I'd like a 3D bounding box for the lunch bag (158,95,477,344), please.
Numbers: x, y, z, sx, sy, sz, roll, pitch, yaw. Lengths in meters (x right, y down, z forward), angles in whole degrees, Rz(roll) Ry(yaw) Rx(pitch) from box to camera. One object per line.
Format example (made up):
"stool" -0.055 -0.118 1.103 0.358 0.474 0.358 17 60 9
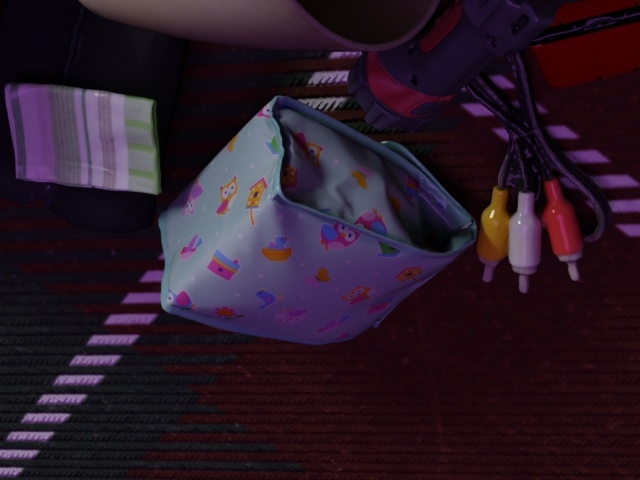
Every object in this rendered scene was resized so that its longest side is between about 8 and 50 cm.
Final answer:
"lunch bag" 0.000 0.000 1.466 0.262 0.160 0.223 20 135 -31

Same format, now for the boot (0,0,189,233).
"boot" -0.144 -0.184 1.405 0.367 0.146 0.445 27 120 8

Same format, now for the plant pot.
"plant pot" -0.077 -0.256 1.139 0.274 0.256 0.256 -5 122 41

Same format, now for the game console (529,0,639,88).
"game console" 0.268 -0.222 1.367 0.144 0.085 0.124 -12 87 19

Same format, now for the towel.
"towel" -0.232 -0.098 1.406 0.152 0.023 0.113 8 128 11

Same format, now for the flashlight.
"flashlight" 0.119 -0.189 1.283 0.103 0.103 0.304 35 156 -5

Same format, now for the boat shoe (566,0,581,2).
"boat shoe" 0.287 -0.273 1.262 0.335 0.095 0.112 -10 87 20

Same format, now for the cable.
"cable" 0.209 -0.082 1.431 0.140 0.072 0.287 -3 121 20
